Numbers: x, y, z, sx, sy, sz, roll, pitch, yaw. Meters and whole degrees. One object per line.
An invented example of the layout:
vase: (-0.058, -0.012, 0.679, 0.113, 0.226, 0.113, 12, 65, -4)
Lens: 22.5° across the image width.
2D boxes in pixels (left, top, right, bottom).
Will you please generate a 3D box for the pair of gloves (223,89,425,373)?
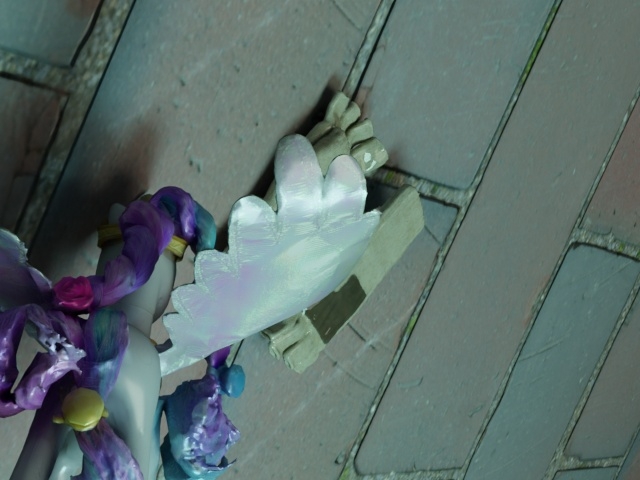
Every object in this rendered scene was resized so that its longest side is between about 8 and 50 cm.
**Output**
pair of gloves: (0.000, 0.000, 1.421, 0.204, 0.042, 0.240, -52, 149, -12)

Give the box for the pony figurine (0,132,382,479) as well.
pony figurine: (-0.140, 0.083, 1.014, 0.351, 0.303, 0.363, 107, -7, -68)
